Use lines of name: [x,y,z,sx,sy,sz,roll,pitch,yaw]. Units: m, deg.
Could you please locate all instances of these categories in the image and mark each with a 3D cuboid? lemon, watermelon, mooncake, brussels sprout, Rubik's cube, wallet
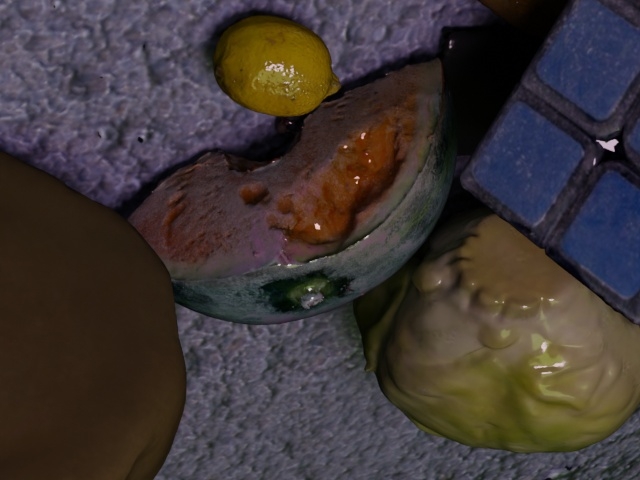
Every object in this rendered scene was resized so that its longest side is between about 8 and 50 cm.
lemon: [-0.035,-0.142,1.364,0.111,0.082,0.082,10,129,-22]
watermelon: [0.001,0.004,1.447,0.322,0.175,0.188,-24,136,12]
mooncake: [-0.297,0.116,1.313,0.378,0.378,0.201,-2,145,-21]
brussels sprout: [0.185,0.074,1.545,0.274,0.242,0.316,19,157,-16]
Rubik's cube: [0.353,-0.081,1.331,0.304,0.301,0.305,4,122,-57]
wallet: [0.229,-0.140,1.514,0.285,0.030,0.146,-6,132,-18]

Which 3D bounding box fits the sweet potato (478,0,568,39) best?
sweet potato: [0.164,-0.240,1.360,0.286,0.085,0.112,29,86,-29]
